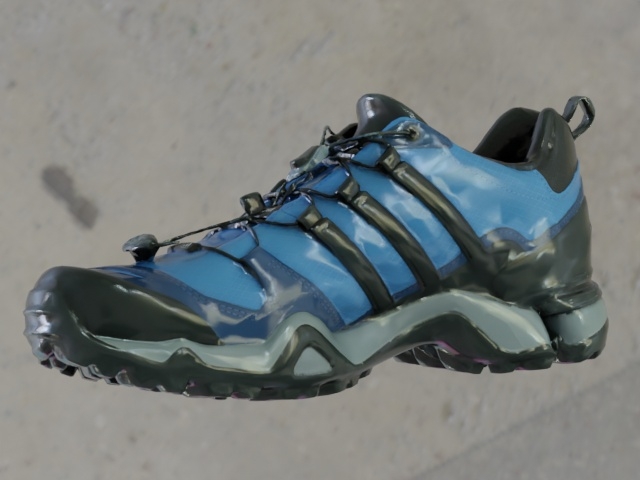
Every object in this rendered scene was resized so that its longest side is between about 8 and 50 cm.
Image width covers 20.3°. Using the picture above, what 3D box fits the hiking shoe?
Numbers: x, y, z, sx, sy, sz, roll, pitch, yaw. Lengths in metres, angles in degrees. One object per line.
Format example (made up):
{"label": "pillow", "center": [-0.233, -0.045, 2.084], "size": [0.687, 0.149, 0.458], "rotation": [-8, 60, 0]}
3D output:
{"label": "hiking shoe", "center": [0.000, 0.000, 0.815], "size": [0.113, 0.304, 0.132], "rotation": [0, 93, 53]}
